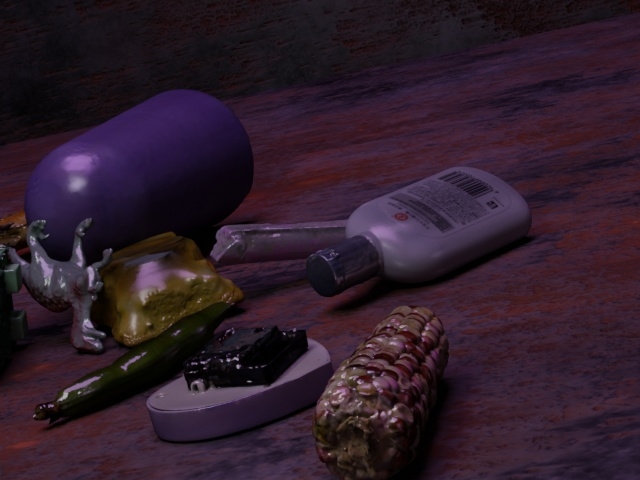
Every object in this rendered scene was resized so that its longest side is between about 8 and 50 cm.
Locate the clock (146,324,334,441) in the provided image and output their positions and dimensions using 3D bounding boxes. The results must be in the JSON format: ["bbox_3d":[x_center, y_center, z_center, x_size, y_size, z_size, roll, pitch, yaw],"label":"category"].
[{"bbox_3d":[-0.068,0.125,1.485,0.172,0.064,0.198,-8,15,25],"label":"clock"}]

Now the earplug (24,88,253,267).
[{"bbox_3d":[-0.257,-0.074,2.132,0.215,0.215,0.456,-9,10,17],"label":"earplug"}]

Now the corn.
[{"bbox_3d":[0.062,0.124,1.315,0.092,0.092,0.280,-9,11,18],"label":"corn"}]

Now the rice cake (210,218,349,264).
[{"bbox_3d":[0.000,-0.001,1.889,0.270,0.049,0.055,-3,-1,-6],"label":"rice cake"}]

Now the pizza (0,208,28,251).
[{"bbox_3d":[-0.383,-0.022,2.412,0.288,0.074,0.251,-21,14,-26],"label":"pizza"}]

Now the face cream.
[{"bbox_3d":[0.108,-0.006,1.796,0.291,0.071,0.144,-24,43,-38],"label":"face cream"}]

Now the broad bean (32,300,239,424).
[{"bbox_3d":[-0.180,0.125,1.643,0.060,0.043,0.297,-15,10,42],"label":"broad bean"}]

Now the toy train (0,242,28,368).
[{"bbox_3d":[-0.457,0.098,1.810,0.188,0.159,0.271,-3,13,1],"label":"toy train"}]

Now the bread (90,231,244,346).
[{"bbox_3d":[-0.203,0.052,1.886,0.161,0.088,0.233,-15,14,-21],"label":"bread"}]

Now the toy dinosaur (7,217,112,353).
[{"bbox_3d":[-0.328,0.050,1.879,0.242,0.167,0.053,0,-14,41],"label":"toy dinosaur"}]
